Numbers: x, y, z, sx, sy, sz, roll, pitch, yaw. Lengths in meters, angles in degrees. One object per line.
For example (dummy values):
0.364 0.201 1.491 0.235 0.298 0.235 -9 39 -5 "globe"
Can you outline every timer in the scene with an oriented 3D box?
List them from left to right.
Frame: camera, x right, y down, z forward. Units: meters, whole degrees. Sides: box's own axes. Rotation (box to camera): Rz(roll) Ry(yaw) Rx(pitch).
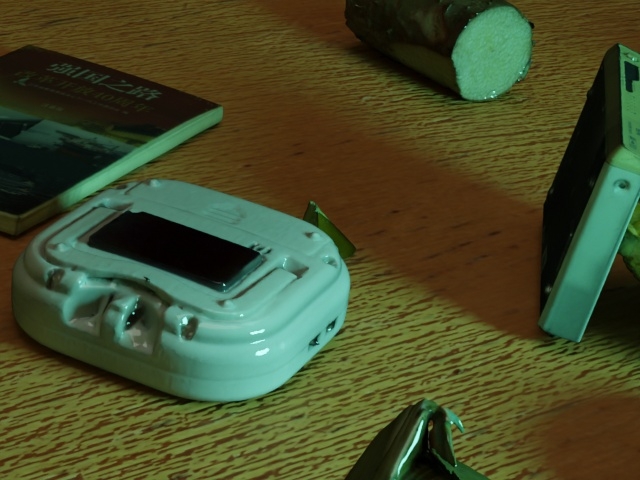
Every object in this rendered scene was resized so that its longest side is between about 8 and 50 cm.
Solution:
-0.115 0.034 1.547 0.262 0.087 0.237 18 29 21 "timer"

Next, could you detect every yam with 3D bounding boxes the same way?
0.132 -0.260 2.153 0.128 0.129 0.238 -13 34 -37 "yam"

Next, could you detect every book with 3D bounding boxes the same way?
-0.304 -0.113 1.859 0.262 0.028 0.374 18 28 22 "book"

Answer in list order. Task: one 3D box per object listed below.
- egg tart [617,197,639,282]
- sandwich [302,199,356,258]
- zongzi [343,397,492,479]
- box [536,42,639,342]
0.401 0.015 1.637 0.294 0.116 0.295 22 20 -8 "egg tart"
0.000 0.000 1.704 0.031 0.044 0.083 41 -2 41 "sandwich"
0.125 0.323 0.979 0.447 0.181 0.418 25 46 24 "zongzi"
0.248 -0.046 1.674 0.045 0.211 0.270 18 29 -1 "box"
